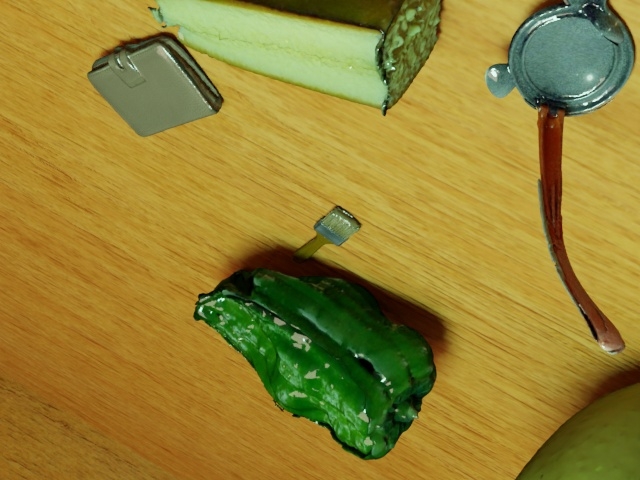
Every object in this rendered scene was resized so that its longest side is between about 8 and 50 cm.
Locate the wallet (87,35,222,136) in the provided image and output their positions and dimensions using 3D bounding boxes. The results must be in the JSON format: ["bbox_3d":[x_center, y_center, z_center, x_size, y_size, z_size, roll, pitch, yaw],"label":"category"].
[{"bbox_3d":[-0.196,-0.181,1.051,0.153,0.038,0.118,-6,134,42],"label":"wallet"}]

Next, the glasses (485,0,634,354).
[{"bbox_3d":[0.185,-0.090,0.613,0.118,0.268,0.234,12,146,-1],"label":"glasses"}]

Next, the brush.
[{"bbox_3d":[0.000,0.000,1.150,0.043,0.014,0.170,36,151,-9],"label":"brush"}]

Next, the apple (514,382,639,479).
[{"bbox_3d":[0.382,0.391,0.948,0.474,0.473,0.473,24,148,16],"label":"apple"}]

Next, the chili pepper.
[{"bbox_3d":[-0.011,0.129,1.208,0.385,0.167,0.213,29,136,31],"label":"chili pepper"}]

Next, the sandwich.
[{"bbox_3d":[-0.019,-0.203,0.770,0.236,0.128,0.122,20,151,23],"label":"sandwich"}]
